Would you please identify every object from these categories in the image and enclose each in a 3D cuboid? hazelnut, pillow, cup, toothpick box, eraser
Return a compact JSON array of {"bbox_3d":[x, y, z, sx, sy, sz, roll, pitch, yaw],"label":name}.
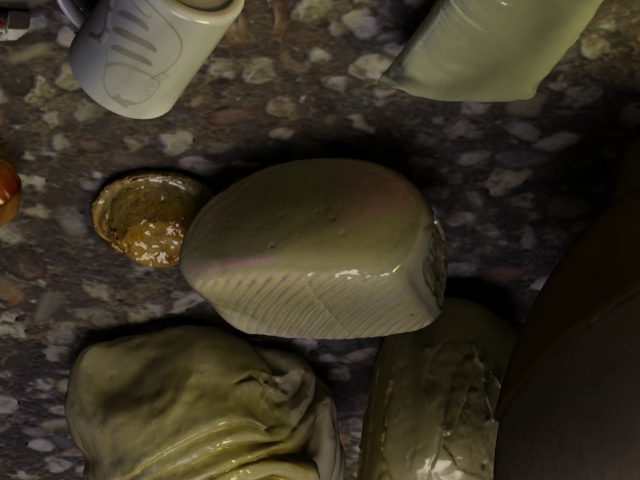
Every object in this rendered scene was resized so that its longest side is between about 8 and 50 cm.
[{"bbox_3d":[-0.310,-0.045,1.628,0.086,0.086,0.086,-1,143,-1],"label":"hazelnut"},{"bbox_3d":[0.153,-0.200,1.437,0.144,0.078,0.254,10,142,-15],"label":"pillow"},{"bbox_3d":[-0.148,-0.178,1.436,0.136,0.099,0.133,17,140,-25],"label":"cup"},{"bbox_3d":[0.363,0.145,1.558,0.409,0.425,0.409,16,149,10],"label":"toothpick box"},{"bbox_3d":[-0.290,-0.180,1.484,0.099,0.027,0.019,4,141,-6],"label":"eraser"}]

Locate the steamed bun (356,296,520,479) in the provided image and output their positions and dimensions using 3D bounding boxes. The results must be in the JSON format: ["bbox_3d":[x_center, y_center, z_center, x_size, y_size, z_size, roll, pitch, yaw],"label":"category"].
[{"bbox_3d":[0.131,0.204,1.847,0.166,0.232,0.273,9,143,-5],"label":"steamed bun"}]

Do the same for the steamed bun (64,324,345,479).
[{"bbox_3d":[-0.117,0.239,1.900,0.276,0.203,0.289,-10,143,10],"label":"steamed bun"}]

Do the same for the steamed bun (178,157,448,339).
[{"bbox_3d":[0.000,0.000,1.648,0.239,0.152,0.170,0,153,22],"label":"steamed bun"}]

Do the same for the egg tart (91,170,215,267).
[{"bbox_3d":[-0.155,-0.013,1.694,0.129,0.049,0.128,-1,141,0],"label":"egg tart"}]
